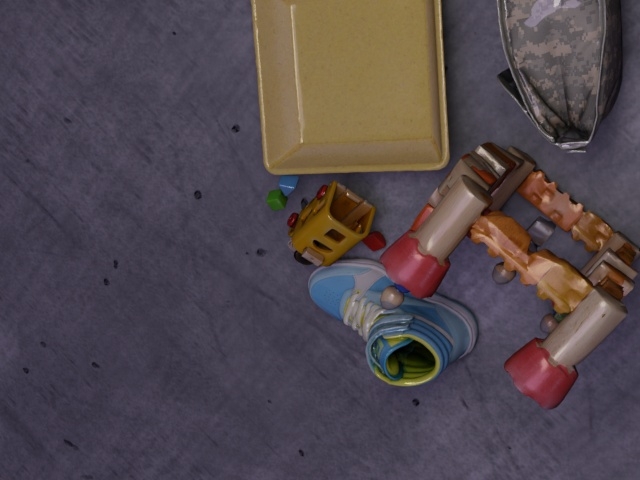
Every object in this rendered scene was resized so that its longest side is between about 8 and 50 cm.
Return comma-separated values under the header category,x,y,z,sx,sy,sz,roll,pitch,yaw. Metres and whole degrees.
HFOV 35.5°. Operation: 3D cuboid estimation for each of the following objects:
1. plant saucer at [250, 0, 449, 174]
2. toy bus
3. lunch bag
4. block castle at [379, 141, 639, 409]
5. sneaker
category,x,y,z,sx,sy,sz,roll,pitch,yaw
plant saucer,0.058,-0.279,1.632,0.333,0.081,0.332,0,99,27
toy bus,0.002,-0.008,1.713,0.191,0.104,0.202,2,137,19
lunch bag,0.342,-0.277,1.414,0.169,0.235,0.287,-5,104,22
block castle,0.273,0.042,1.432,0.303,0.453,0.213,41,112,8
sneaker,0.091,0.137,1.694,0.319,0.208,0.127,18,115,21
